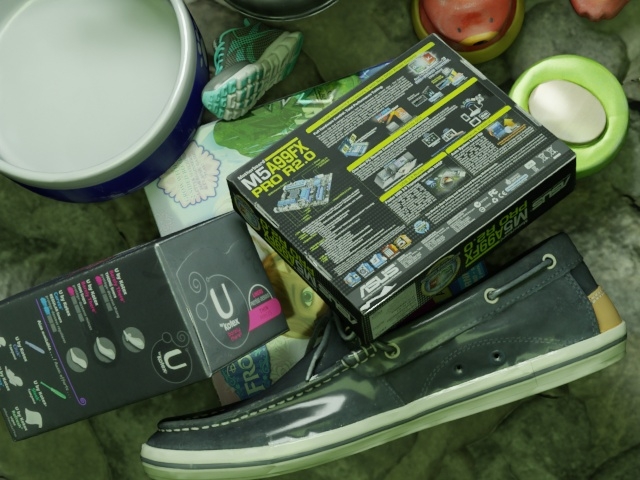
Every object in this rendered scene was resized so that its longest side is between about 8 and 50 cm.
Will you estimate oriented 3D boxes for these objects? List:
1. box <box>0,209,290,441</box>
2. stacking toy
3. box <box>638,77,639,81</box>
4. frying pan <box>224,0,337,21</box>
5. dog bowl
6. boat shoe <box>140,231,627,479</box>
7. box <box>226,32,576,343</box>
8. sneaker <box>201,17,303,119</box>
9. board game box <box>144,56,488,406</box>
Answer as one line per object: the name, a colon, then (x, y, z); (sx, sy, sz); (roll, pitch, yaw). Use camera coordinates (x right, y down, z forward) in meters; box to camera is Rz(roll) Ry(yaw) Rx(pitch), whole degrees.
box: (-0.197, 0.086, 1.635); (0.270, 0.165, 0.143); (-20, 94, 32)
stacking toy: (0.268, -0.229, 1.632); (0.309, 0.130, 0.279); (-28, 80, 3)
box: (0.441, -0.171, 1.700); (0.178, 0.042, 0.109); (-30, 93, 4)
frying pan: (-0.098, -0.321, 1.538); (0.326, 0.053, 0.197); (14, 96, 19)
dog bowl: (-0.251, -0.174, 1.658); (0.265, 0.104, 0.265); (-2, 77, 9)
boat shoe: (0.054, 0.122, 1.608); (0.500, 0.187, 0.156); (-19, 90, -2)
box: (0.079, -0.056, 1.563); (0.270, 0.060, 0.216); (-36, 58, -16)
sneaker: (-0.087, -0.182, 1.676); (0.076, 0.166, 0.065); (29, 128, 13)
board game box: (0.000, 0.000, 1.718); (0.318, 0.066, 0.319); (-20, 93, 4)
